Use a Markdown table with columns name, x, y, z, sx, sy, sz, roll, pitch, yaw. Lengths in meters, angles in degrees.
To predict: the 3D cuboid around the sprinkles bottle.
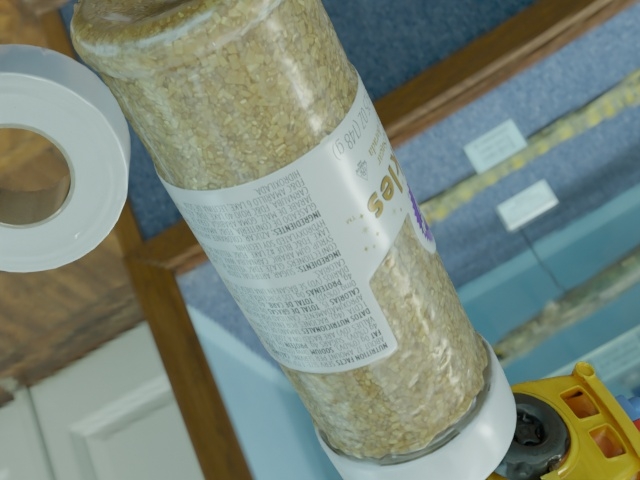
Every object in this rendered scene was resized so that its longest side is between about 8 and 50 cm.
| name | x | y | z | sx | sy | sz | roll | pitch | yaw |
| --- | --- | --- | --- | --- | --- | --- | --- | --- | --- |
| sprinkles bottle | 0.000 | 0.000 | 0.672 | 0.121 | 0.121 | 0.355 | -27 | 126 | 3 |

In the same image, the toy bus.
| name | x | y | z | sx | sy | sz | roll | pitch | yaw |
| --- | --- | --- | --- | --- | --- | --- | --- | --- | --- |
| toy bus | 0.240 | 0.220 | 1.075 | 0.211 | 0.220 | 0.149 | -14 | 142 | -23 |

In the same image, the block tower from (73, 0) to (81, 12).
| name | x | y | z | sx | sy | sz | roll | pitch | yaw |
| --- | --- | --- | --- | --- | --- | --- | --- | --- | --- |
| block tower | -0.159 | -0.350 | 0.998 | 0.097 | 0.091 | 0.335 | -9 | 101 | -31 |

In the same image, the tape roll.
| name | x | y | z | sx | sy | sz | roll | pitch | yaw |
| --- | --- | --- | --- | --- | --- | --- | --- | --- | --- |
| tape roll | -0.388 | -0.103 | 1.566 | 0.286 | 0.100 | 0.286 | -3 | 121 | -5 |
